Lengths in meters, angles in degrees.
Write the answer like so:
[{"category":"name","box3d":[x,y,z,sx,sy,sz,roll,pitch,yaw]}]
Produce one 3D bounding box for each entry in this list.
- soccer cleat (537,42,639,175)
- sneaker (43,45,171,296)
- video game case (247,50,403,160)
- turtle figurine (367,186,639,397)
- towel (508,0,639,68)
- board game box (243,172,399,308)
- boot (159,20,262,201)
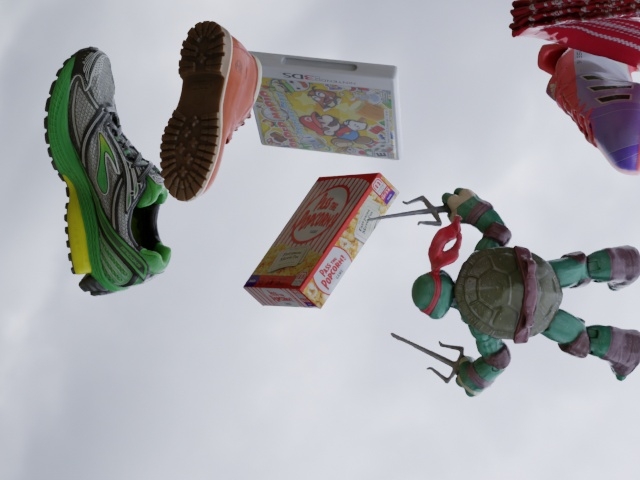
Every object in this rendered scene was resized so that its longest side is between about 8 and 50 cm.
[{"category":"soccer cleat","box3d":[0.250,-0.124,1.370,0.248,0.095,0.083,-81,174,-63]},{"category":"sneaker","box3d":[-0.281,-0.102,2.102,0.146,0.134,0.343,-11,-88,23]},{"category":"video game case","box3d":[0.007,-0.182,2.077,0.227,0.206,0.026,79,20,-65]},{"category":"turtle figurine","box3d":[0.152,0.049,1.257,0.118,0.234,0.175,-159,-104,-75]},{"category":"towel","box3d":[0.308,-0.172,1.213,0.275,0.199,0.031,3,-94,56]},{"category":"board game box","box3d":[0.000,0.000,1.968,0.147,0.045,0.193,-2,-131,57]},{"category":"boot","box3d":[-0.090,-0.104,1.324,0.059,0.085,0.157,7,-100,30]}]
